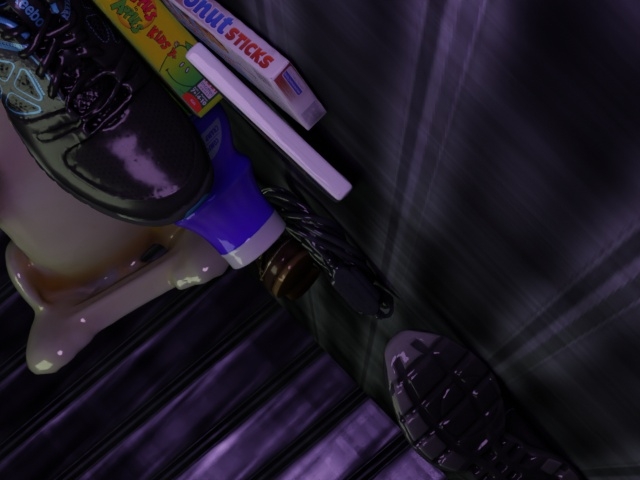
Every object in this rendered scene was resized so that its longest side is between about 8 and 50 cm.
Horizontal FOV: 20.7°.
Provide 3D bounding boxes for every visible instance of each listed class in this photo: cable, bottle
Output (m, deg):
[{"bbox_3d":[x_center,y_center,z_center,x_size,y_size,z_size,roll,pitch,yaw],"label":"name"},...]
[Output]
[{"bbox_3d":[0.000,0.000,1.755,0.184,0.047,0.150,46,-179,-30],"label":"cable"},{"bbox_3d":[-0.145,-0.098,1.613,0.283,0.118,0.092,50,156,-13],"label":"bottle"}]

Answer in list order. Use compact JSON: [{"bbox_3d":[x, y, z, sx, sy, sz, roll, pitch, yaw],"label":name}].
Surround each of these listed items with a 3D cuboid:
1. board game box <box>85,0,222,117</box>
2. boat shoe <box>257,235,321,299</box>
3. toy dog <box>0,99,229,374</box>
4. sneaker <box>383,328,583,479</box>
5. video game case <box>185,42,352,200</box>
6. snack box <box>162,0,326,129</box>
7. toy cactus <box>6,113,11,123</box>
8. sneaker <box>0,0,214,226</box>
[{"bbox_3d":[-0.155,-0.188,1.509,0.181,0.043,0.092,48,175,-14],"label":"board game box"},{"bbox_3d":[-0.049,0.028,2.155,0.073,0.073,0.207,44,174,7],"label":"boat shoe"},{"bbox_3d":[-0.300,-0.132,1.974,0.408,0.284,0.395,56,-161,-24],"label":"toy dog"},{"bbox_3d":[0.139,0.179,1.640,0.267,0.101,0.106,49,177,-23],"label":"sneaker"},{"bbox_3d":[-0.038,-0.088,1.353,0.157,0.019,0.143,43,180,-1],"label":"video game case"},{"bbox_3d":[-0.065,-0.143,1.235,0.178,0.022,0.064,42,176,39],"label":"snack box"},{"bbox_3d":[-0.249,-0.151,1.681,0.219,0.112,0.180,63,-150,-13],"label":"toy cactus"},{"bbox_3d":[-0.226,-0.146,1.463,0.341,0.125,0.139,45,171,1],"label":"sneaker"}]
